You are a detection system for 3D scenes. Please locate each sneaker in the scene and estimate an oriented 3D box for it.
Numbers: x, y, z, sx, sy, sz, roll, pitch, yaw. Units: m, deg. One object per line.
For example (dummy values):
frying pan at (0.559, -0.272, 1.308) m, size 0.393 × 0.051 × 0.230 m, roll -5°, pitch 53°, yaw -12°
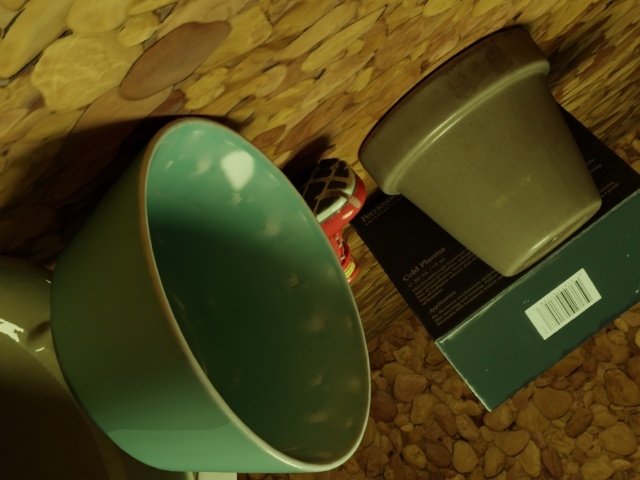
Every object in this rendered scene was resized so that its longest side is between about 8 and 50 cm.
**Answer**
sneaker at (0.000, 0.000, 1.459) m, size 0.107 × 0.118 × 0.279 m, roll -64°, pitch -170°, yaw -30°

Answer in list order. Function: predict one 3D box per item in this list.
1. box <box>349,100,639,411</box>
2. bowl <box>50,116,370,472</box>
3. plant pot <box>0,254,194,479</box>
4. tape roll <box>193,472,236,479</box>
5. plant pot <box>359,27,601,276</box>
box at (0.266, -0.001, 1.752) m, size 0.343 × 0.312 × 0.179 m, roll -37°, pitch 129°, yaw 3°
bowl at (-0.108, 0.071, 1.068) m, size 0.163 × 0.311 × 0.311 m, roll -27°, pitch 174°, yaw 24°
plant pot at (-0.320, 0.229, 1.050) m, size 0.305 × 0.334 × 0.334 m, roll -29°, pitch 172°, yaw 18°
tape roll at (-0.252, 0.305, 1.605) m, size 0.246 × 0.246 × 0.169 m, roll -26°, pitch 175°, yaw -46°
plant pot at (0.215, -0.090, 1.530) m, size 0.263 × 0.229 × 0.263 m, roll -36°, pitch 168°, yaw -9°
